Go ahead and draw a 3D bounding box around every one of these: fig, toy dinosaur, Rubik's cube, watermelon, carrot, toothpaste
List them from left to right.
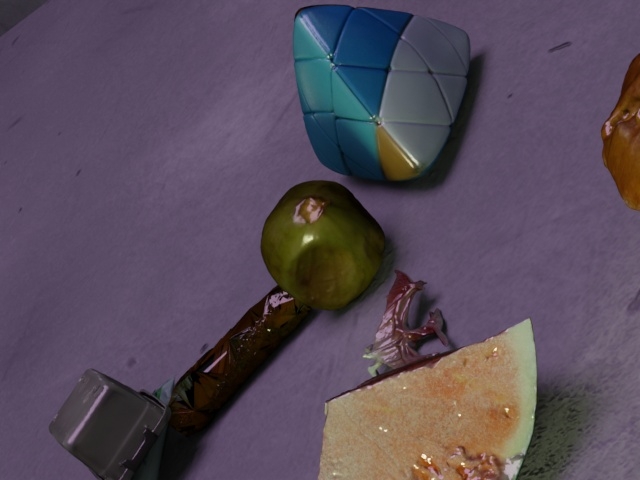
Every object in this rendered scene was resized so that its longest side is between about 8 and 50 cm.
[{"bbox_3d":[-0.221,0.274,2.035,0.075,0.048,0.297,-37,25,24],"label":"toothpaste"},{"bbox_3d":[-0.101,0.141,2.011,0.228,0.069,0.069,-46,26,5],"label":"carrot"},{"bbox_3d":[0.000,0.000,1.937,0.144,0.165,0.154,-3,75,13],"label":"fig"},{"bbox_3d":[0.063,-0.140,2.051,0.254,0.254,0.254,-37,28,24],"label":"Rubik's cube"},{"bbox_3d":[0.092,0.107,1.783,0.108,0.032,0.220,-34,39,22],"label":"toy dinosaur"},{"bbox_3d":[0.096,0.185,1.529,0.260,0.176,0.256,-16,44,14],"label":"watermelon"}]

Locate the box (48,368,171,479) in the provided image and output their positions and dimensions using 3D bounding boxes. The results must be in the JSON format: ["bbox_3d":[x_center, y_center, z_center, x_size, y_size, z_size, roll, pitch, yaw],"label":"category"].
[{"bbox_3d":[-0.261,0.222,2.009,0.124,0.093,0.172,-56,16,-8],"label":"box"}]

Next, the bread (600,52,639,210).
[{"bbox_3d":[0.393,-0.116,1.468,0.312,0.172,0.312,-37,24,19],"label":"bread"}]
